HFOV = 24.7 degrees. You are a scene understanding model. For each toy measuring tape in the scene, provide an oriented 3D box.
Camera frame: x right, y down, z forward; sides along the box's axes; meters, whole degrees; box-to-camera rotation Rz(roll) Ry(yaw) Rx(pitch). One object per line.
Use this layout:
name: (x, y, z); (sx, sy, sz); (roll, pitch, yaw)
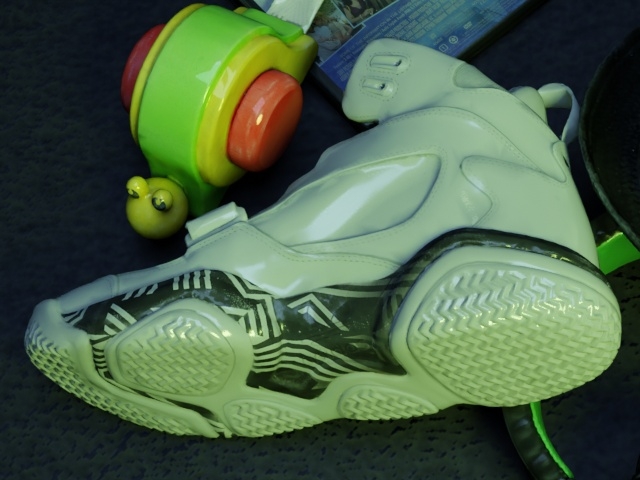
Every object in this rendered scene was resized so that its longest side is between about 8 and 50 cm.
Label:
toy measuring tape: (-0.043, -0.150, 0.975); (0.121, 0.121, 0.330); (26, 79, 13)

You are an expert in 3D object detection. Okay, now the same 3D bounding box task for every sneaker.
sneaker: (0.000, 0.000, 0.917); (0.366, 0.137, 0.210); (-6, 54, 16)

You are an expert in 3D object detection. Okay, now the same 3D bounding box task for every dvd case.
dvd case: (0.020, -0.212, 1.068); (0.180, 0.022, 0.253); (-39, 71, -12)

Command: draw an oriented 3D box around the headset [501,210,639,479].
headset: (0.289, 0.136, 0.868); (0.243, 0.185, 0.394); (-44, 56, -10)

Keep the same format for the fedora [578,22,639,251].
fedora: (0.313, -0.104, 0.817); (0.334, 0.152, 0.334); (-4, 52, 5)
